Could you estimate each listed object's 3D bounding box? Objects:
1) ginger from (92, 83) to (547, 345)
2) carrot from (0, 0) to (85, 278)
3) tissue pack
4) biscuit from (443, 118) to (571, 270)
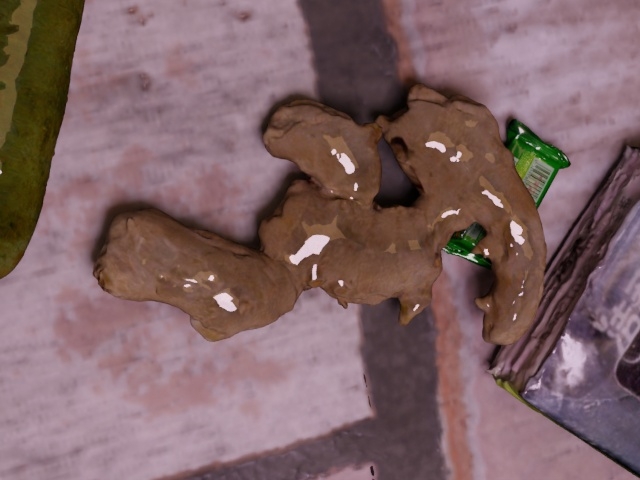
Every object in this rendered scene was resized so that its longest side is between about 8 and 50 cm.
[{"bbox_3d":[0.002,-0.016,0.858,0.258,0.065,0.149,1,84,-11],"label":"ginger"},{"bbox_3d":[-0.153,-0.156,0.790,0.074,0.074,0.358,12,91,-17],"label":"carrot"},{"bbox_3d":[0.241,0.075,0.930,0.235,0.073,0.173,35,85,-18],"label":"tissue pack"},{"bbox_3d":[0.111,-0.023,0.909,0.046,0.016,0.089,30,88,-16],"label":"biscuit"}]
